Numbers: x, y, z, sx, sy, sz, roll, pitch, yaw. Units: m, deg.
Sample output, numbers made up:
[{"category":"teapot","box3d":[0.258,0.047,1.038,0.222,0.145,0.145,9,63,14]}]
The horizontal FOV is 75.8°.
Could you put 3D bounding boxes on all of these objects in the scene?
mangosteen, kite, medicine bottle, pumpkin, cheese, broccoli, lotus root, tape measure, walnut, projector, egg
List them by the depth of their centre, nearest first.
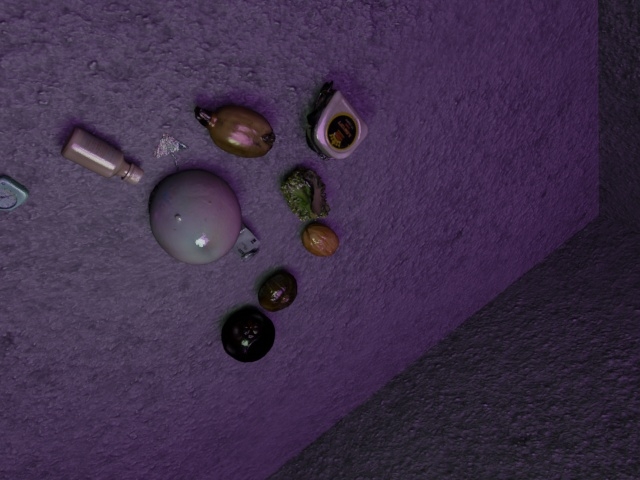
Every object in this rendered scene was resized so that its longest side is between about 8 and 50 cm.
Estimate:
[{"category":"medicine bottle","box3d":[-0.749,-0.280,1.433,0.252,0.114,0.114,31,102,-38]},{"category":"lotus root","box3d":[-0.325,-0.418,1.547,0.310,0.182,0.182,12,113,-32]},{"category":"kite","box3d":[-0.569,-0.337,1.567,0.139,0.011,0.156,-20,126,-13]},{"category":"egg","box3d":[-0.465,-0.061,1.587,0.355,0.339,0.354,-14,127,-20]},{"category":"tape measure","box3d":[0.037,-0.471,1.689,0.231,0.133,0.271,-48,127,-3]},{"category":"broccoli","box3d":[-0.081,-0.176,1.808,0.181,0.272,0.242,-18,134,25]},{"category":"projector","box3d":[-0.354,-0.006,1.841,0.115,0.061,0.147,-36,147,-2]},{"category":"cheese","box3d":[-0.329,0.074,1.905,0.067,0.026,0.121,-39,173,23]},{"category":"walnut","box3d":[0.000,0.000,2.005,0.207,0.159,0.159,32,101,-38]},{"category":"pumpkin","box3d":[-0.219,0.254,2.051,0.219,0.162,0.218,-38,153,-23]},{"category":"mangosteen","box3d":[-0.359,0.491,2.066,0.288,0.233,0.287,-30,133,-39]}]

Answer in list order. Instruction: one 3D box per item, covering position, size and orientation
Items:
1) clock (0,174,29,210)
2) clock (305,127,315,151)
[{"category":"clock","box3d":[-1.073,-0.147,1.387,0.135,0.041,0.101,-39,131,0]},{"category":"clock","box3d":[0.026,-0.462,1.793,0.185,0.040,0.184,-14,126,-21]}]
